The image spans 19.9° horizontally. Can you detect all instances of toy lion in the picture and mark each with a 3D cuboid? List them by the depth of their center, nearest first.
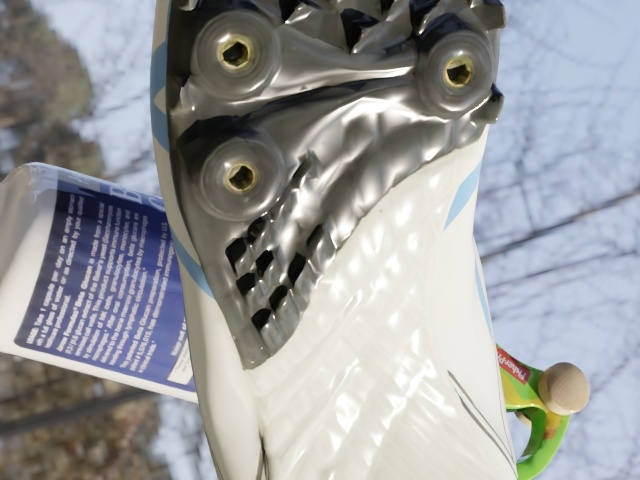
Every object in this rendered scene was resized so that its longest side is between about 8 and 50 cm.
[{"bbox_3d":[0.057,0.073,0.791,0.100,0.096,0.034,37,-30,-10],"label":"toy lion"}]

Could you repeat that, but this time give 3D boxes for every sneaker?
[{"bbox_3d":[0.000,0.000,0.444,0.086,0.085,0.237,-131,-151,-55],"label":"sneaker"}]

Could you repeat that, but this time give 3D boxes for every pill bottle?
[{"bbox_3d":[-0.116,0.016,0.888,0.094,0.169,0.094,-164,-90,-73],"label":"pill bottle"}]
